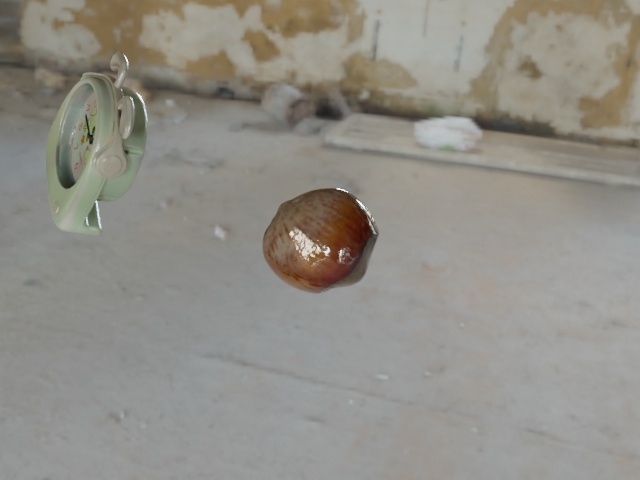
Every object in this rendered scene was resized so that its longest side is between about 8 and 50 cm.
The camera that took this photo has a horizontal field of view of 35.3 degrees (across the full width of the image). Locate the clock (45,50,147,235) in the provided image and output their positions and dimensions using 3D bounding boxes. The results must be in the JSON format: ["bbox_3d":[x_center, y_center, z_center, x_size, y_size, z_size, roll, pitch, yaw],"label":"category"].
[{"bbox_3d":[-0.246,-0.110,1.120,0.062,0.191,0.151,11,48,-33],"label":"clock"}]

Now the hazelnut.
[{"bbox_3d":[0.000,0.000,0.753,0.086,0.086,0.086,4,20,-2],"label":"hazelnut"}]
